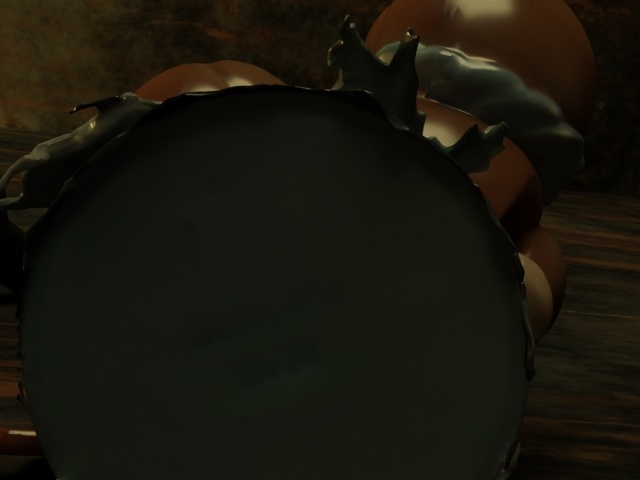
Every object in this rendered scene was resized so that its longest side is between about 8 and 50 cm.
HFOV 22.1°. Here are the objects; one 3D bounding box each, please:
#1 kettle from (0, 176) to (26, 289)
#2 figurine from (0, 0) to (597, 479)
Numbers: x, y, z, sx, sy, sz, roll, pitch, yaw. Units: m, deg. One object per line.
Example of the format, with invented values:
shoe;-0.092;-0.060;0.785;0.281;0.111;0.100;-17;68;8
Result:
kettle;-0.302;-0.029;1.149;0.232;0.144;0.202;24;-14;47
figurine;-0.001;0.001;0.754;0.277;0.248;0.388;-16;-1;13
